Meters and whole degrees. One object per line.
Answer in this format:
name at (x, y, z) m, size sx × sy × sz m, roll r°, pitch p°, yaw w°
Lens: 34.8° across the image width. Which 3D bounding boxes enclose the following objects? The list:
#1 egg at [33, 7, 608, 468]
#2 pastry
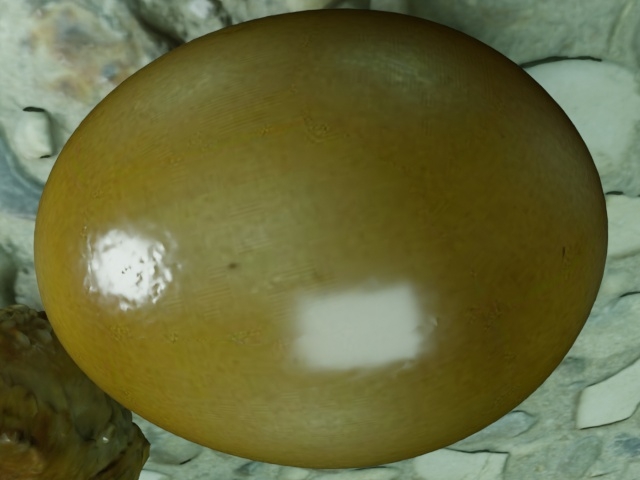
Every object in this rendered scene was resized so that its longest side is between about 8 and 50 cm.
egg at (0.000, 0.000, 0.641) m, size 0.351 × 0.283 × 0.283 m, roll -7°, pitch 136°, yaw -4°
pastry at (-0.282, 0.160, 0.833) m, size 0.255 × 0.162 × 0.311 m, roll -18°, pitch 144°, yaw -5°
